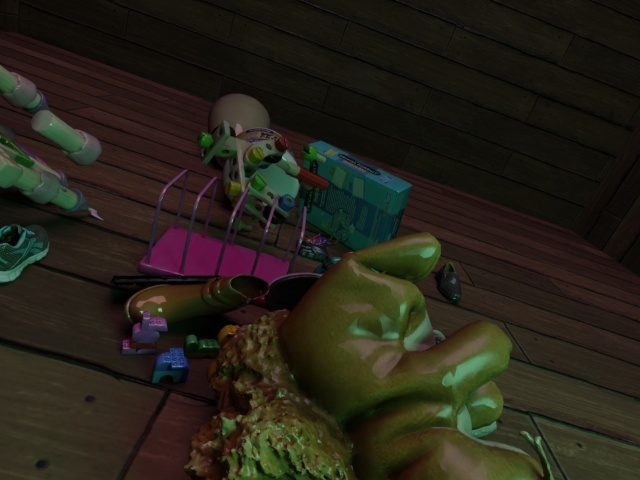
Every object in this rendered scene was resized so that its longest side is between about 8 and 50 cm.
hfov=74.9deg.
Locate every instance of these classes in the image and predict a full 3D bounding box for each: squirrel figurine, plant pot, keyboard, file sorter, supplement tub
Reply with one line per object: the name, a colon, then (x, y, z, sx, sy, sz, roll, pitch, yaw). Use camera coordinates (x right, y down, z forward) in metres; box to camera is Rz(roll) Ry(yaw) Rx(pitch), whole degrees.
squirrel figurine: (0.055, 0.233, 0.494, 0.398, 0.280, 0.370, -11, 48, -12)
plant pot: (-0.328, -0.395, 1.626, 0.257, 0.256, 0.273, 14, 38, -15)
keyboard: (-0.272, 0.082, 0.757, 0.192, 0.038, 0.100, 3, -1, -22)
file sorter: (-0.189, -0.014, 0.888, 0.291, 0.182, 0.202, 18, 22, -8)
supplement tub: (-0.193, -0.234, 1.342, 0.229, 0.228, 0.316, 14, 23, -16)

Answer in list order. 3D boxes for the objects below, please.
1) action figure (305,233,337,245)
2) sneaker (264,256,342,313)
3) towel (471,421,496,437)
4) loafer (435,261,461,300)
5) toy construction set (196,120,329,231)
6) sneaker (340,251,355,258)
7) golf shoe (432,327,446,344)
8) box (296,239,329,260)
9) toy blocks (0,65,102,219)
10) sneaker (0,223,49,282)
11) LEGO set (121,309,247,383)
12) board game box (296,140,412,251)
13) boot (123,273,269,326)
action figure: (0.000, 0.000, 1.232, 0.115, 0.030, 0.038, -5, 38, -44)
sneaker: (0.006, 0.098, 0.838, 0.296, 0.123, 0.178, 10, 6, -29)
towel: (0.148, 0.251, 0.745, 0.187, 0.049, 0.282, 0, 28, -37)
loafer: (0.385, 0.119, 1.243, 0.062, 0.061, 0.170, 18, 22, -8)
toy construction set: (-0.162, -0.172, 0.993, 0.237, 0.257, 0.309, 21, -14, -40)
sneaker: (0.125, 0.066, 1.141, 0.221, 0.087, 0.128, 22, 10, -31)
golf shoe: (0.151, 0.172, 0.790, 0.186, 0.067, 0.086, 26, 11, -9)
box: (-0.022, 0.028, 1.156, 0.083, 0.018, 0.067, 13, 22, -18)
toy blocks: (-0.624, -0.150, 0.850, 0.289, 0.309, 0.260, 39, -7, 14)
sneaker: (-0.509, 0.002, 0.708, 0.065, 0.076, 0.166, 14, 22, -18)
LEGO set: (-0.169, 0.154, 0.630, 0.227, 0.093, 0.087, 9, 25, -28)
board game box: (0.086, -0.119, 1.267, 0.336, 0.253, 0.079, 33, 41, 28)
boot: (-0.195, 0.091, 0.677, 0.153, 0.072, 0.197, -18, -8, 38)
